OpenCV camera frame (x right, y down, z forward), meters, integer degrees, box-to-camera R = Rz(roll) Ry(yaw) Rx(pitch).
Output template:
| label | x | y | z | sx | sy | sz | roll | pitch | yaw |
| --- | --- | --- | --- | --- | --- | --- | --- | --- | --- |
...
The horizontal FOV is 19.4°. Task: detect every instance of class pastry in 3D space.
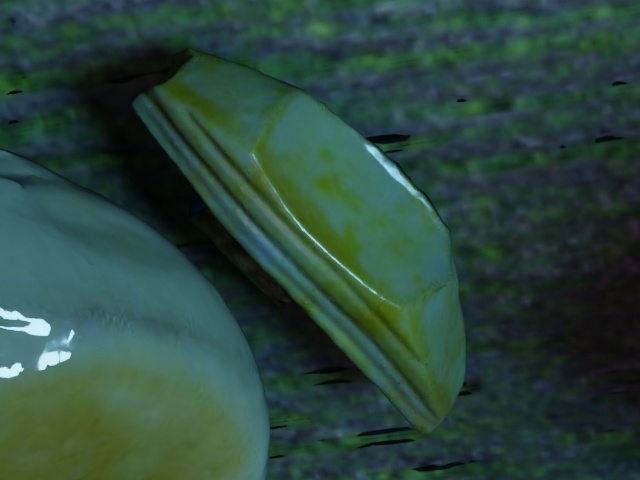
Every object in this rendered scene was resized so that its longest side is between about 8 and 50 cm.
| label | x | y | z | sx | sy | sz | roll | pitch | yaw |
| --- | --- | --- | --- | --- | --- | --- | --- | --- | --- |
| pastry | -0.146 | 0.083 | 0.675 | 0.265 | 0.133 | 0.265 | -24 | 142 | -21 |

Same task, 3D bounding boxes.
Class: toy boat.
| label | x | y | z | sx | sy | sz | roll | pitch | yaw |
| --- | --- | --- | --- | --- | --- | --- | --- | --- | --- |
| toy boat | 0.000 | 0.000 | 0.688 | 0.172 | 0.065 | 0.066 | 47 | 141 | -16 |
